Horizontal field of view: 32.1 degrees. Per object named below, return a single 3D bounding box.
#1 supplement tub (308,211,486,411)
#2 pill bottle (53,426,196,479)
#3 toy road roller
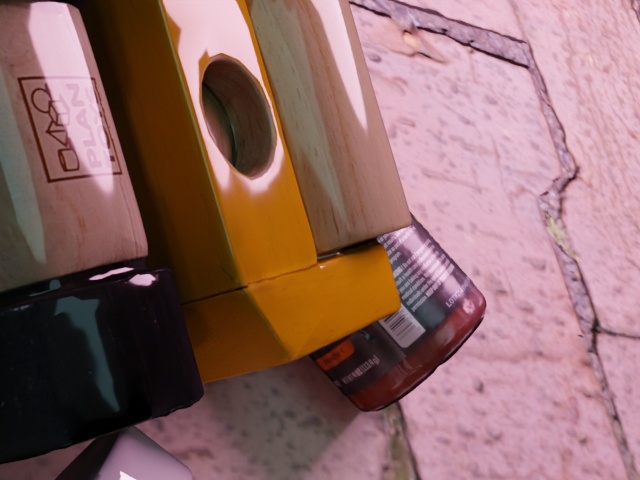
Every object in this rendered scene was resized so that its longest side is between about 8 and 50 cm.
[{"bbox_3d":[0.000,0.000,0.668,0.198,0.106,0.106,48,43,0],"label":"supplement tub"},{"bbox_3d":[0.001,0.232,0.446,0.334,0.188,0.188,42,44,-8],"label":"pill bottle"},{"bbox_3d":[-0.129,-0.023,0.494,0.329,0.241,0.202,-15,89,-61],"label":"toy road roller"}]
